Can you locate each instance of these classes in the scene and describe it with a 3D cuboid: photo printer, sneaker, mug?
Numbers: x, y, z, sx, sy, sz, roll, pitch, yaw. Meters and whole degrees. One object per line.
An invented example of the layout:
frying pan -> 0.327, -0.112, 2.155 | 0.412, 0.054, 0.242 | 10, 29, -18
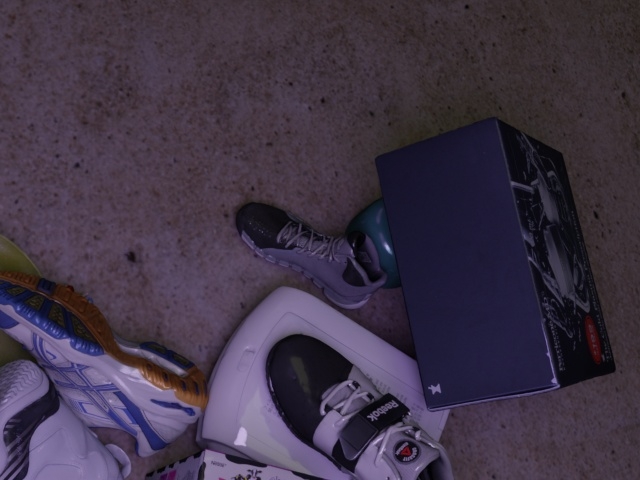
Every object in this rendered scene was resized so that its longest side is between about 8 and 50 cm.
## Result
photo printer -> 0.003, 0.224, 1.183 | 0.307, 0.107, 0.256 | 32, 59, -11
sneaker -> 0.072, 0.233, 1.066 | 0.122, 0.146, 0.330 | -39, 88, -31
sneaker -> -0.314, 0.318, 0.912 | 0.210, 0.137, 0.366 | 46, 41, -30
sneaker -> -0.280, 0.153, 1.049 | 0.296, 0.131, 0.112 | 35, 16, -13
sneaker -> 0.000, 0.000, 1.261 | 0.228, 0.132, 0.086 | 33, 58, -11
mug -> 0.125, -0.004, 1.348 | 0.157, 0.097, 0.130 | -7, 72, -29

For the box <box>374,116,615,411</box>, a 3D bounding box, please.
box -> 0.250, 0.041, 1.246 | 0.312, 0.178, 0.344 | 5, 70, -59

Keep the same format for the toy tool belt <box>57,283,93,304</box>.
toy tool belt -> -0.294, 0.091, 1.117 | 0.051, 0.052, 0.083 | -12, 80, 8

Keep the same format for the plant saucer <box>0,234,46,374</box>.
plant saucer -> -0.407, 0.100, 1.023 | 0.241, 0.037, 0.241 | 25, 58, -47

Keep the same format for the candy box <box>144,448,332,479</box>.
candy box -> -0.101, 0.300, 1.021 | 0.159, 0.233, 0.071 | 19, 62, -20
